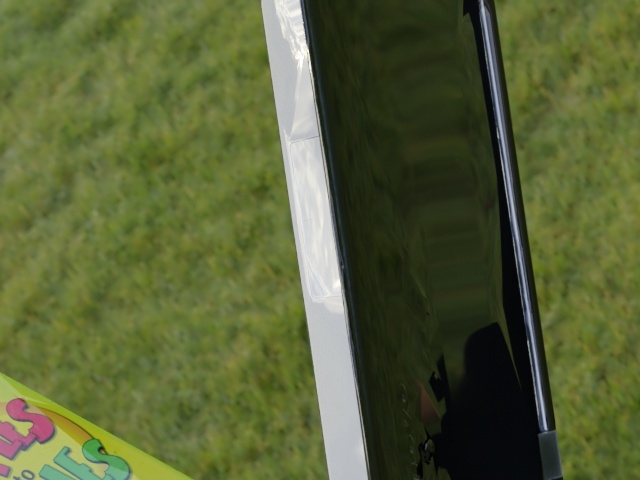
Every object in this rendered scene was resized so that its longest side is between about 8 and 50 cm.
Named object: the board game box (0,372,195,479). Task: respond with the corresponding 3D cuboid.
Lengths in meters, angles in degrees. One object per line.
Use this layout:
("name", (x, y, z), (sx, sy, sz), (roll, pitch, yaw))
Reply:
("board game box", (-0.092, 0.124, 0.633), (0.043, 0.181, 0.092), (-60, 2, 35))

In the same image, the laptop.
("laptop", (0.000, 0.000, 0.961), (0.236, 0.382, 0.408), (-7, 0, -32))
